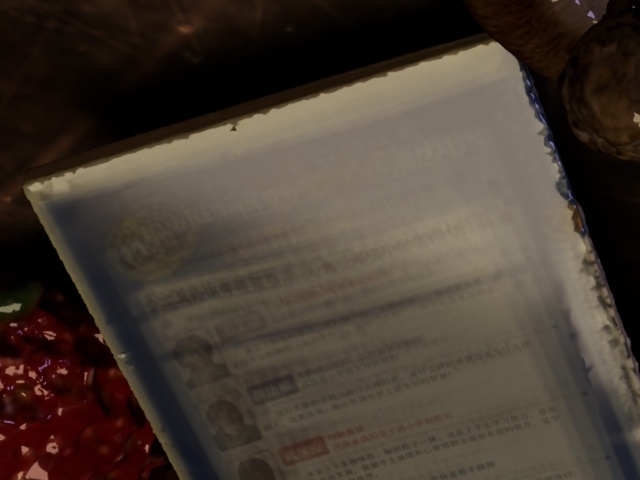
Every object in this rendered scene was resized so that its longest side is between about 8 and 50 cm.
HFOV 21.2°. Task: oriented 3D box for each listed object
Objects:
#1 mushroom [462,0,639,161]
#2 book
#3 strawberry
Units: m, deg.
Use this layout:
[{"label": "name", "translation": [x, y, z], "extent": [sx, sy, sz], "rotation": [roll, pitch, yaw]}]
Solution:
[{"label": "mushroom", "translation": [0.103, -0.085, 0.564], "extent": [0.148, 0.217, 0.227], "rotation": [-13, 134, 20]}, {"label": "book", "translation": [0.032, 0.071, 0.788], "extent": [0.228, 0.018, 0.322], "rotation": [-15, 119, 15]}, {"label": "strawberry", "translation": [-0.177, 0.146, 0.920], "extent": [0.233, 0.137, 0.306], "rotation": [-9, 133, 16]}]
